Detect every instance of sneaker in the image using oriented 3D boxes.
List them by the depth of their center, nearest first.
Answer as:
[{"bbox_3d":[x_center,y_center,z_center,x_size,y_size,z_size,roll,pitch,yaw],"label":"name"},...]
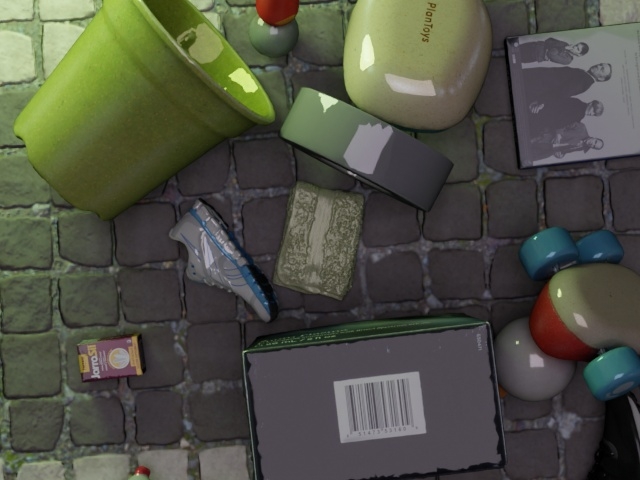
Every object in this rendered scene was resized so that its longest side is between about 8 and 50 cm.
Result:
[{"bbox_3d":[0.385,0.336,1.813,0.124,0.107,0.283,-10,91,6],"label":"sneaker"},{"bbox_3d":[-0.131,0.041,1.832,0.083,0.071,0.191,-39,82,7],"label":"sneaker"}]

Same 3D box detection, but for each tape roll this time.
[{"bbox_3d":[0.057,-0.114,1.747,0.219,0.219,0.072,26,91,0],"label":"tape roll"}]

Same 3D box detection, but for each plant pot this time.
[{"bbox_3d":[-0.240,-0.170,1.746,0.254,0.276,0.276,-42,90,12],"label":"plant pot"}]

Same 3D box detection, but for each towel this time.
[{"bbox_3d":[0.000,0.000,1.845,0.110,0.027,0.148,12,91,-1],"label":"towel"}]

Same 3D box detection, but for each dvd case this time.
[{"bbox_3d":[0.375,-0.197,1.841,0.238,0.029,0.179,-6,90,0],"label":"dvd case"}]

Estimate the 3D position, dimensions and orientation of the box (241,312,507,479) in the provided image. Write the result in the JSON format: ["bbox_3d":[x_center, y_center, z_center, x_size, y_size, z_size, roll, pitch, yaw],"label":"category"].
[{"bbox_3d":[0.061,0.193,1.713,0.296,0.294,0.183,-6,88,0],"label":"box"}]

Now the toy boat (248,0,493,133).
[{"bbox_3d":[0.064,-0.263,1.782,0.318,0.148,0.268,17,57,3],"label":"toy boat"}]

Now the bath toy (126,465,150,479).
[{"bbox_3d":[-0.118,0.371,1.802,0.348,0.151,0.129,5,52,3],"label":"bath toy"}]

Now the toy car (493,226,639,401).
[{"bbox_3d":[0.312,0.137,1.791,0.238,0.210,0.219,-44,60,35],"label":"toy car"}]

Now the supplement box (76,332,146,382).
[{"bbox_3d":[-0.280,0.157,1.839,0.083,0.043,0.055,-9,92,1],"label":"supplement box"}]
